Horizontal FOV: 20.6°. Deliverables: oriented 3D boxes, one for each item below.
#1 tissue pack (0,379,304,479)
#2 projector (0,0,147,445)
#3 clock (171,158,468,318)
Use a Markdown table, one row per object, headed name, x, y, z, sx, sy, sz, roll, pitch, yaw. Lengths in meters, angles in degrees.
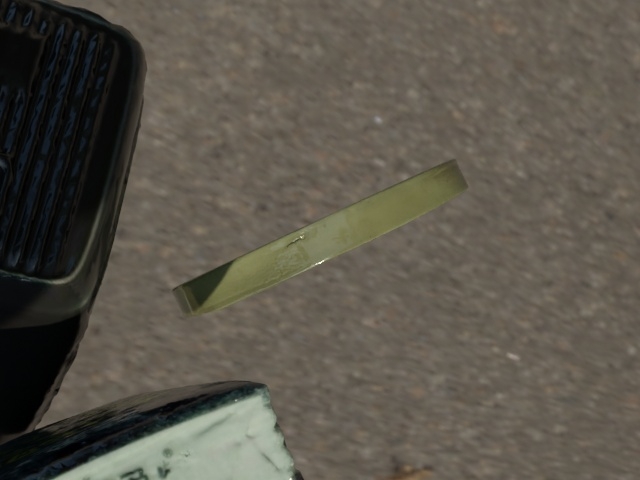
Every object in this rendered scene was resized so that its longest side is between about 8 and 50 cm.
| name | x | y | z | sx | sy | sz | roll | pitch | yaw |
| --- | --- | --- | --- | --- | --- | --- | --- | --- | --- |
| tissue pack | -0.138 | 0.146 | 0.980 | 0.185 | 0.257 | 0.081 | -24 | 93 | -22 |
| projector | -0.348 | -0.015 | 1.127 | 0.395 | 0.405 | 0.242 | 19 | 54 | -12 |
| clock | 0.000 | 0.000 | 1.297 | 0.235 | 0.235 | 0.029 | -24 | 90 | 19 |
